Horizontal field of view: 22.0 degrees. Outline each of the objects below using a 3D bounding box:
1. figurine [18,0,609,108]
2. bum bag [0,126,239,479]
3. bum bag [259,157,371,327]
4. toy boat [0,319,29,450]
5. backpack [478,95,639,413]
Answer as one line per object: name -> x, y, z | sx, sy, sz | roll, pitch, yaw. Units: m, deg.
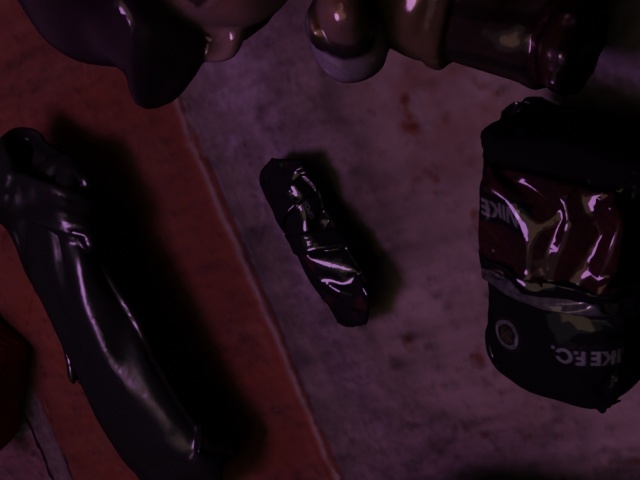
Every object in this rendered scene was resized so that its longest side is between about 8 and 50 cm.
figurine -> -0.030, -0.170, 0.890 | 0.365, 0.206, 0.218 | 25, 123, 31
bum bag -> -0.150, 0.064, 1.205 | 0.142, 0.079, 0.326 | -16, 102, 52
bum bag -> -0.001, 0.000, 1.067 | 0.124, 0.034, 0.058 | 57, 149, 5
toy boat -> -0.401, 0.070, 1.385 | 0.332, 0.133, 0.145 | 34, 130, 25
backpack -> 0.140, 0.011, 0.897 | 0.120, 0.106, 0.165 | 11, 114, 33
